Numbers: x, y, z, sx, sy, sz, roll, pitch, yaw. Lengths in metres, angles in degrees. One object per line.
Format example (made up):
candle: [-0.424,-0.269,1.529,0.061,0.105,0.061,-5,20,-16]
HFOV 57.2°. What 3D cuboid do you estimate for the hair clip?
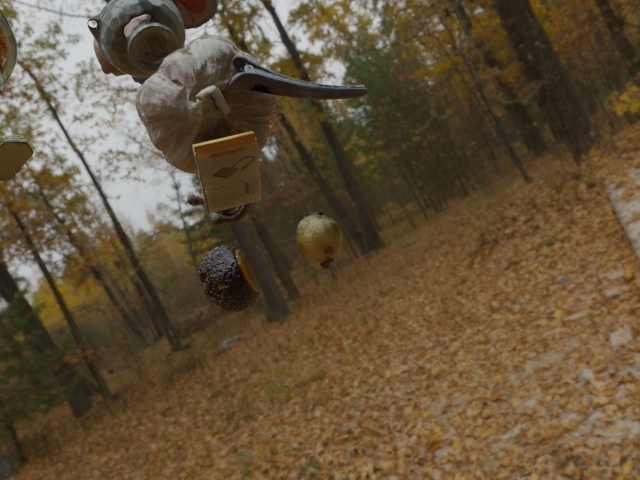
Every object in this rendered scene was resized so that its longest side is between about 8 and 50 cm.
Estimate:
hair clip: [-0.040,-0.305,1.164,0.275,0.083,0.048,9,-40,-10]

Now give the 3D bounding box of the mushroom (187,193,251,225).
mushroom: [-0.396,-0.140,2.221,0.227,0.148,0.217,-18,-18,32]

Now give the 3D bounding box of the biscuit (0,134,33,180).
biscuit: [-1.140,-0.299,2.123,0.252,0.052,0.150,-34,-9,30]

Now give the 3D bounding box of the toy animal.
toy animal: [-0.646,-0.663,2.019,0.210,0.221,0.229,-15,-57,-78]

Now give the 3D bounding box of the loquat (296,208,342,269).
loquat: [0.000,0.000,1.967,0.149,0.204,0.172,-14,3,16]

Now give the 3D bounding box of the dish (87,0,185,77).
dish: [-0.526,-0.607,1.776,0.303,0.120,0.303,-24,-38,-20]

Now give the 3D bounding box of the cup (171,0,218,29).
cup: [-0.484,-0.876,1.970,0.203,0.203,0.288,-29,-19,3]

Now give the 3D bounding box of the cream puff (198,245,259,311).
cream puff: [-0.317,0.136,2.016,0.165,0.239,0.239,-28,1,3]

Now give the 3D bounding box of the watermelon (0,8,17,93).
watermelon: [-0.944,-0.478,1.637,0.322,0.175,0.188,-42,15,-2]

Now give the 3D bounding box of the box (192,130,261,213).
box: [-0.192,-0.146,1.235,0.129,0.033,0.247,-15,-27,-12]

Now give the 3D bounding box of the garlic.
garlic: [-0.252,-0.299,1.344,0.322,0.241,0.322,-14,-43,-13]
